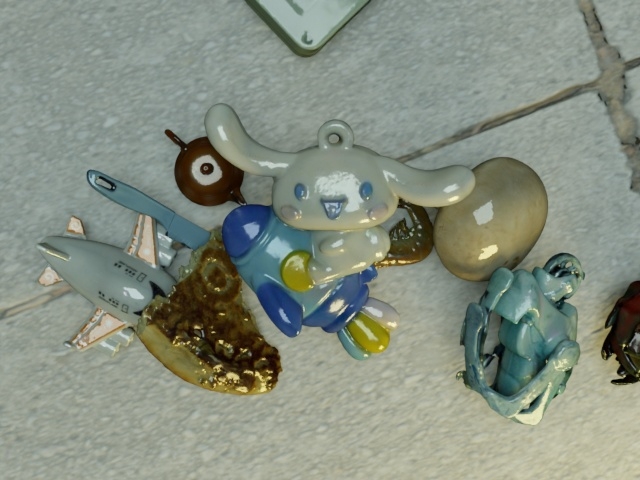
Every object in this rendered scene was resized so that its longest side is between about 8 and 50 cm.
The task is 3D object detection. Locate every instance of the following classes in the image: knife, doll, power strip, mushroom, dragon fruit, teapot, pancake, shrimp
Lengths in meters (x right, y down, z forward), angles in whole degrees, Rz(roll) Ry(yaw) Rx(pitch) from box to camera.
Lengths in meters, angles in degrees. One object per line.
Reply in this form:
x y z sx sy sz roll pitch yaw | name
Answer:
-0.224 -0.023 1.362 0.313 0.019 0.045 30 67 -25 | knife
-0.004 0.003 1.288 0.375 0.187 0.366 21 115 19 | doll
-0.028 -0.454 1.366 0.229 0.141 0.261 -44 95 -3 | power strip
0.242 -0.046 1.371 0.204 0.204 0.204 0 90 -3 | mushroom
0.542 0.139 1.384 0.188 0.182 0.182 -24 92 -43 | dragon fruit
-0.178 -0.112 1.371 0.173 0.116 0.116 44 88 -2 | teapot
-0.163 0.109 1.368 0.266 0.057 0.245 19 70 -40 | pancake
0.097 -0.014 1.425 0.178 0.034 0.124 -9 88 -5 | shrimp

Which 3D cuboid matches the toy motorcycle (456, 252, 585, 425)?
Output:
0.313 0.150 1.363 0.206 0.154 0.260 -8 112 -23 | toy motorcycle

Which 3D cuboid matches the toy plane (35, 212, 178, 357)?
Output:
-0.322 0.060 1.361 0.244 0.117 0.245 0 89 -3 | toy plane
